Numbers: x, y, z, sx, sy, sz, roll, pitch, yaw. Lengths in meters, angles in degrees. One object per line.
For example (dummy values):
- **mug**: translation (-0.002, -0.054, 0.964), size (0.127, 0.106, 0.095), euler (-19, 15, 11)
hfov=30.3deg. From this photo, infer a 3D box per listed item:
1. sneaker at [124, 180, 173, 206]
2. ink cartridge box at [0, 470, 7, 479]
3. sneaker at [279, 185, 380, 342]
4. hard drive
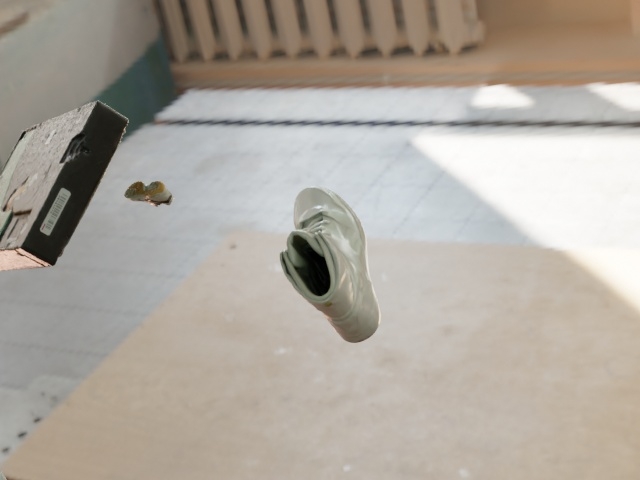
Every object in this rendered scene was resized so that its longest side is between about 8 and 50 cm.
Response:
- **sneaker**: translation (-0.234, -0.059, 1.612), size (0.083, 0.037, 0.032), euler (5, 56, 46)
- **ink cartridge box**: translation (-0.412, 0.258, 0.995), size (0.289, 0.121, 0.211), euler (-28, 70, -30)
- **sneaker**: translation (0.000, 0.000, 1.816), size (0.108, 0.169, 0.292), euler (-29, 53, 12)
- **hard drive**: translation (-0.411, -0.070, 1.728), size (0.339, 0.064, 0.237), euler (-5, 57, 57)
